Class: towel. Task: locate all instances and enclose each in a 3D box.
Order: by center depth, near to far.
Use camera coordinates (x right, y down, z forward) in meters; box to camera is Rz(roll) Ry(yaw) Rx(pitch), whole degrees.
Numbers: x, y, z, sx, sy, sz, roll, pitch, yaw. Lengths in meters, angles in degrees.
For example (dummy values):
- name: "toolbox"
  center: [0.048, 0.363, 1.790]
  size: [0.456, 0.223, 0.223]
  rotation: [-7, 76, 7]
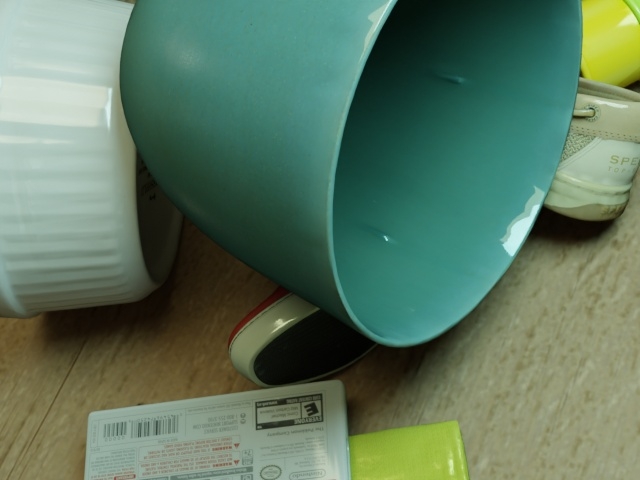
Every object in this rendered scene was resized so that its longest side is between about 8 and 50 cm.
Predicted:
- name: "towel"
  center: [-0.007, 0.198, 0.932]
  size: [0.237, 0.021, 0.102]
  rotation: [-11, 58, 8]

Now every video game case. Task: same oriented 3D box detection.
- name: "video game case"
  center: [-0.076, 0.198, 0.924]
  size: [0.201, 0.023, 0.183]
  rotation: [-8, 57, 9]

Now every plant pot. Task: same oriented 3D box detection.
- name: "plant pot"
  center: [0.005, -0.104, 0.881]
  size: [0.235, 0.293, 0.293]
  rotation: [22, 65, 32]

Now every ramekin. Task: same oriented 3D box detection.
- name: "ramekin"
  center: [-0.185, -0.071, 1.025]
  size: [0.127, 0.273, 0.273]
  rotation: [3, 57, 5]

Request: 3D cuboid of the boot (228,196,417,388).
- name: "boot"
  center: [0.000, 0.000, 1.026]
  size: [0.244, 0.088, 0.176]
  rotation: [-34, 53, -18]

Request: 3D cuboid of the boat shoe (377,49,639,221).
- name: "boat shoe"
  center: [0.112, -0.137, 1.042]
  size: [0.341, 0.110, 0.121]
  rotation: [28, 29, 23]

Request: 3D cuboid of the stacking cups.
- name: "stacking cups"
  center: [0.334, -0.213, 1.081]
  size: [0.316, 0.096, 0.096]
  rotation: [-27, 53, -9]
